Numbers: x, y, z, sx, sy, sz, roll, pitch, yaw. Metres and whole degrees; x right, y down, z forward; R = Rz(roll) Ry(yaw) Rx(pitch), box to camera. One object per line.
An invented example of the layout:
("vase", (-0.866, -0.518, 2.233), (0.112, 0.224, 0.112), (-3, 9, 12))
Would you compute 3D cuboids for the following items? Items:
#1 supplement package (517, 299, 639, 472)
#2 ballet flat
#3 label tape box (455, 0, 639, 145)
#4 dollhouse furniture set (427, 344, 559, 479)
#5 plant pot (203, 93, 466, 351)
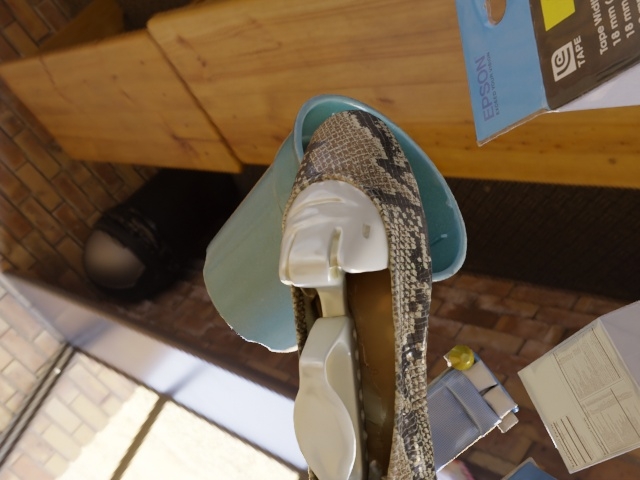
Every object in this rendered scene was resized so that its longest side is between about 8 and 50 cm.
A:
("supplement package", (0.402, 0.171, 0.924), (0.149, 0.194, 0.203), (66, 156, 21))
("ballet flat", (0.031, 0.094, 0.770), (0.164, 0.182, 0.482), (-5, 90, 30))
("label tape box", (0.212, -0.216, 0.411), (0.334, 0.106, 0.240), (152, 115, -63))
("dollhouse furniture set", (0.235, 0.369, 1.229), (0.303, 0.286, 0.198), (54, 174, 2))
("plant pot", (0.000, 0.000, 1.203), (0.341, 0.341, 0.334), (44, 127, -6))
